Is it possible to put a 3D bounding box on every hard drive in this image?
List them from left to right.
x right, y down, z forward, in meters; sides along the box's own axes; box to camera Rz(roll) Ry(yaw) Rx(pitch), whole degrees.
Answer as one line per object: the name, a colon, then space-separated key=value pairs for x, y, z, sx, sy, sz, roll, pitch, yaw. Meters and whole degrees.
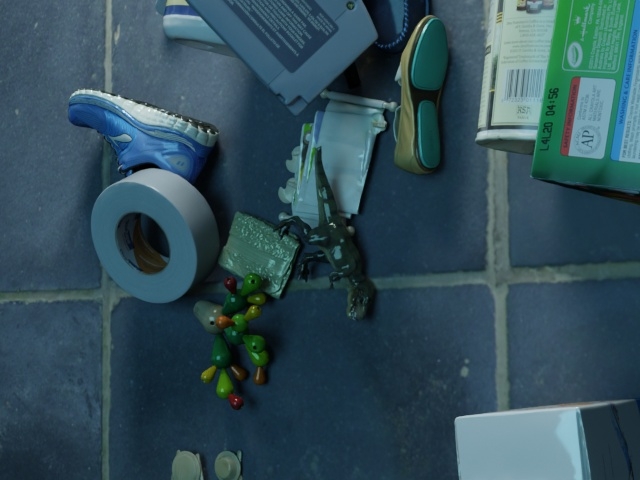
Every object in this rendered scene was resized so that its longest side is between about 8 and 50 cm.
hard drive: x=0.030 y=-0.311 z=1.738 sx=0.022 sy=0.094 sz=0.135 roll=-18 pitch=74 yaw=3

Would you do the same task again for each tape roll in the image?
tape roll: x=-0.278 y=-0.007 z=1.900 sx=0.219 sy=0.072 sz=0.219 roll=14 pitch=118 yaw=27

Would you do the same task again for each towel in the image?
towel: x=-0.101 y=0.020 z=1.847 sx=0.148 sy=0.027 sz=0.110 roll=27 pitch=102 yaw=35

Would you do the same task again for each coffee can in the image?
coffee can: x=0.312 y=-0.252 z=1.455 sx=0.201 sy=0.201 sz=0.275 roll=6 pitch=90 yaw=37

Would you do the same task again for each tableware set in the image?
tableware set: x=-0.184 y=0.419 z=1.881 sx=0.168 sy=0.020 sz=0.141 roll=-6 pitch=85 yaw=35

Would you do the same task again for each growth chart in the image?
growth chart: x=0.018 y=-0.123 z=1.774 sx=0.172 sy=0.021 sz=0.237 roll=23 pitch=100 yaw=36

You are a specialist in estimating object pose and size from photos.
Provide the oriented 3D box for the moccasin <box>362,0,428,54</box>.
moccasin: x=0.062 y=-0.441 z=1.706 sx=0.137 sy=0.116 sz=0.342 roll=-26 pitch=73 yaw=32

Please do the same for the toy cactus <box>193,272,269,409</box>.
toy cactus: x=-0.156 y=0.148 z=1.838 sx=0.180 sy=0.112 sz=0.219 roll=28 pitch=119 yaw=48

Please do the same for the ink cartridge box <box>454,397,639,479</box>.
ink cartridge box: x=0.300 y=0.288 z=1.400 sx=0.171 sy=0.232 sz=0.168 roll=-12 pitch=79 yaw=35

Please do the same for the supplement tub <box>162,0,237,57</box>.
supplement tub: x=-0.111 y=-0.451 z=1.767 sx=0.228 sy=0.228 sz=0.316 roll=13 pitch=95 yaw=36

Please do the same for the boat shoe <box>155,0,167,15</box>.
boat shoe: x=-0.235 y=-0.446 z=1.977 sx=0.142 sy=0.049 sz=0.040 roll=-36 pitch=33 yaw=31

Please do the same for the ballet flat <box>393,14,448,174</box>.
ballet flat: x=0.137 y=-0.213 z=1.661 sx=0.073 sy=0.080 sz=0.232 roll=2 pitch=87 yaw=48

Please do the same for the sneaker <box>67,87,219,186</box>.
sneaker: x=-0.331 y=-0.172 z=1.971 sx=0.330 sy=0.129 sz=0.147 roll=22 pitch=97 yaw=35

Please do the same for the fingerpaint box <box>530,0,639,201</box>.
fingerpaint box: x=0.412 y=-0.259 z=1.275 sx=0.163 sy=0.371 sz=0.445 roll=10 pitch=93 yaw=36

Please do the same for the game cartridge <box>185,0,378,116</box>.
game cartridge: x=-0.067 y=-0.353 z=1.638 sx=0.198 sy=0.062 sz=0.297 roll=-44 pitch=97 yaw=-5

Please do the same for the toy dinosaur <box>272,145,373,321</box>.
toy dinosaur: x=0.000 y=0.000 z=1.739 sx=0.118 sy=0.064 sz=0.268 roll=-19 pitch=89 yaw=28
